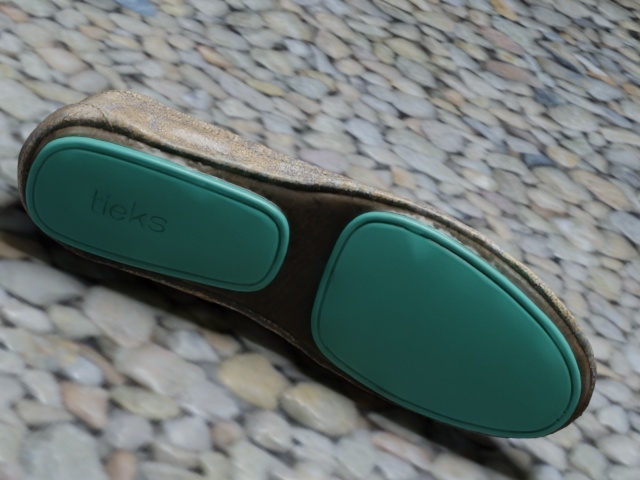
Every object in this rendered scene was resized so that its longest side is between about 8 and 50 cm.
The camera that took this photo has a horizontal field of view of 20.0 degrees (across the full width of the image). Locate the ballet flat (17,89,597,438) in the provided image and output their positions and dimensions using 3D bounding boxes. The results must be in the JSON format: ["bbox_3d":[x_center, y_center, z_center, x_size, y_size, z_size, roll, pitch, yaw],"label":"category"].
[{"bbox_3d":[0.000,0.000,0.944,0.316,0.107,0.106,26,21,-3],"label":"ballet flat"}]
